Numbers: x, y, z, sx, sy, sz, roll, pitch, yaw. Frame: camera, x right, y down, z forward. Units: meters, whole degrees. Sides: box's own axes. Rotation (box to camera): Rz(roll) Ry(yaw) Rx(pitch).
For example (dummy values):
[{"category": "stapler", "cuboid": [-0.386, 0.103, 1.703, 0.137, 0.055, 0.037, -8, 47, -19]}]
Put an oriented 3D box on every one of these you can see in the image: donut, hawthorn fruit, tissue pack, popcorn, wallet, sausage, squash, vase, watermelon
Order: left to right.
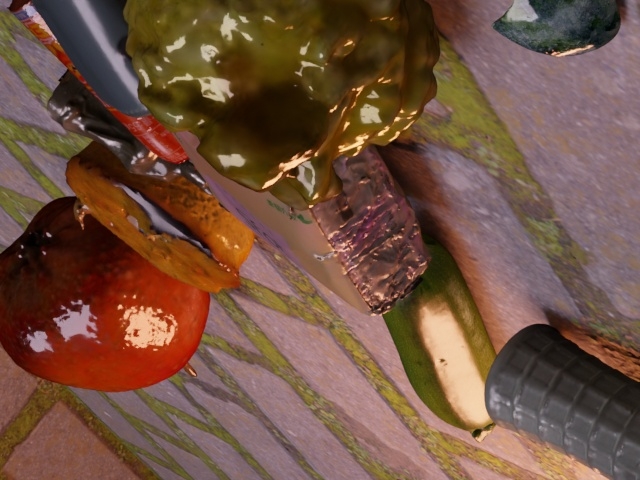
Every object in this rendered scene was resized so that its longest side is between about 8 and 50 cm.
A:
[{"category": "wallet", "cuboid": [-0.246, -0.264, 1.418, 0.360, 0.083, 0.252, 58, 170, -15]}, {"category": "hawthorn fruit", "cuboid": [-0.277, 0.093, 2.254, 0.330, 0.287, 0.287, 41, 164, -33]}, {"category": "sausage", "cuboid": [-0.207, -0.171, 1.744, 0.274, 0.074, 0.074, 46, 161, -27]}, {"category": "donut", "cuboid": [-0.189, -0.033, 1.985, 0.253, 0.118, 0.253, 35, 161, 14]}, {"category": "popcorn", "cuboid": [-0.027, -0.128, 1.231, 0.206, 0.237, 0.251, 14, 120, 28]}, {"category": "tissue pack", "cuboid": [-0.029, -0.068, 1.565, 0.256, 0.123, 0.215, 38, 165, 41]}, {"category": "squash", "cuboid": [0.127, 0.106, 1.748, 0.101, 0.101, 0.379, 26, 159, 34]}, {"category": "watermelon", "cuboid": [0.161, -0.160, 1.106, 0.085, 0.085, 0.061, 55, -164, -44]}, {"category": "vase", "cuboid": [0.297, 0.182, 1.554, 0.299, 0.143, 0.143, 28, 161, 39]}]

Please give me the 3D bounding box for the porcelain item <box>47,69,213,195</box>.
[{"category": "porcelain item", "cuboid": [-0.199, -0.113, 1.854, 0.215, 0.081, 0.069, 35, 170, 11]}]
